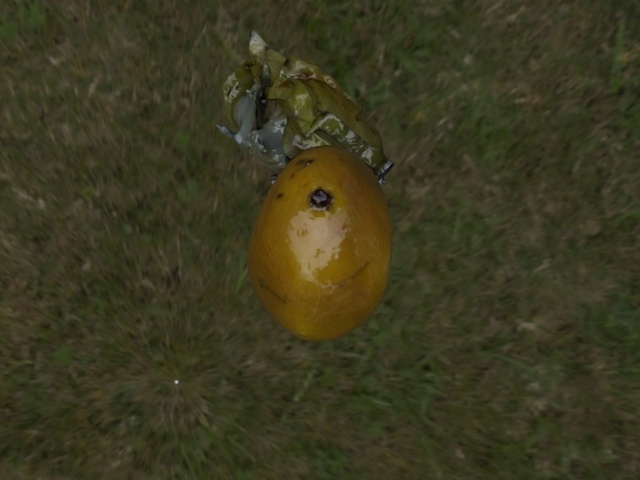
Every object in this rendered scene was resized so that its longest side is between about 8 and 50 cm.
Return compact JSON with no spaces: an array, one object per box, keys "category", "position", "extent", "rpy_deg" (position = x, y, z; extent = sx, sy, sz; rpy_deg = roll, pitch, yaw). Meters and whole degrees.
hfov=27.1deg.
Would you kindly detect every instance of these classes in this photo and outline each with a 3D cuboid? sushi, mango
[{"category":"sushi","position":[-0.034,-0.119,1.336],"extent":[0.139,0.291,0.131],"rpy_deg":[35,99,-26]},{"category":"mango","position":[0.000,0.000,1.027],"extent":[0.109,0.227,0.147],"rpy_deg":[-2,94,1]}]
